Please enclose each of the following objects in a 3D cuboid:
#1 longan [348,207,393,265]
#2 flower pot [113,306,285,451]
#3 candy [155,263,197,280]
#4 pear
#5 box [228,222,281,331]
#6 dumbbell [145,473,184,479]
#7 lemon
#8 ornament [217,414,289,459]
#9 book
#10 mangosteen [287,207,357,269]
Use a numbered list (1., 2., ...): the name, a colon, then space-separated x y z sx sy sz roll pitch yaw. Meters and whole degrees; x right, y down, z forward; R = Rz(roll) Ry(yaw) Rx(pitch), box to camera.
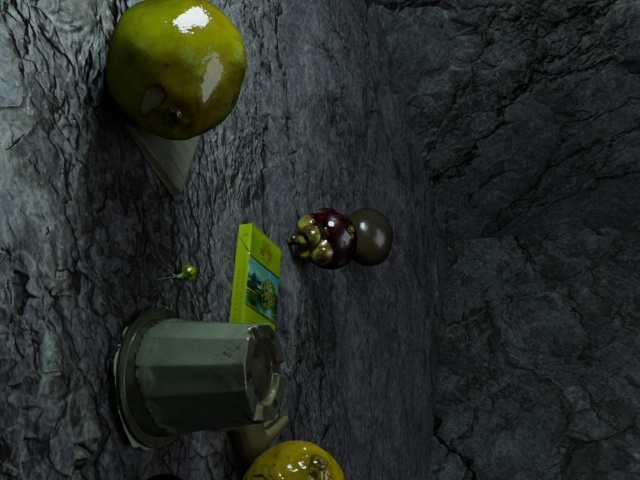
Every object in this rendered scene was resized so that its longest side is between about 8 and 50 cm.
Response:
1. longan: 0.162 -0.013 2.621 0.198 0.198 0.212 53 41 -54
2. flower pot: -0.217 0.265 1.444 0.290 0.259 0.290 -5 90 -71
3. candy: -0.308 0.074 1.583 0.123 0.035 0.035 -12 141 -58
4. pear: -0.275 -0.336 1.438 0.269 0.269 0.321 55 16 -53
5. box: -0.166 0.145 1.908 0.187 0.047 0.335 46 43 -58
6. dumbbell: -0.267 0.537 1.408 0.325 0.143 0.143 59 32 -48
7. lemon: -0.063 0.596 1.737 0.253 0.310 0.253 22 40 -19
8. ornament: -0.179 0.411 1.766 0.245 0.061 0.230 -39 124 -49
9. book: -0.323 -0.270 1.625 0.215 0.025 0.283 62 30 -43
10. mangosteen: 0.000 0.000 2.234 0.217 0.192 0.192 -12 98 -30
